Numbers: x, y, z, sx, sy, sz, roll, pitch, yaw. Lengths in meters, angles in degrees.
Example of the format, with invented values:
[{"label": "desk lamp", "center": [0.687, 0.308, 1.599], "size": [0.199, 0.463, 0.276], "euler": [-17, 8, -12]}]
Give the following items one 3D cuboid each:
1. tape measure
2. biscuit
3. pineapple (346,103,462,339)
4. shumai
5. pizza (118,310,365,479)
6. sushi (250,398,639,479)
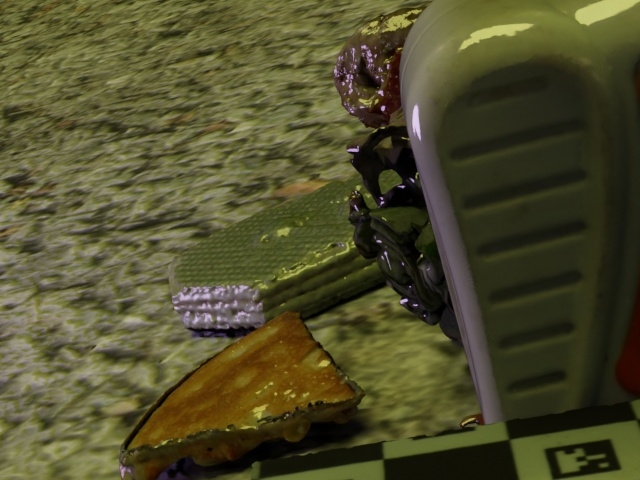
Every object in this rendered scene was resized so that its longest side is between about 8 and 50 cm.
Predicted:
[{"label": "tape measure", "center": [0.163, -0.019, 0.781], "size": [0.265, 0.258, 0.130], "euler": [-14, 22, 5]}, {"label": "biscuit", "center": [0.000, 0.000, 1.173], "size": [0.252, 0.052, 0.150], "euler": [-24, 22, 3]}, {"label": "pineapple", "center": [0.124, -0.067, 0.941], "size": [0.272, 0.262, 0.262], "euler": [-44, 27, -26]}, {"label": "shumai", "center": [0.092, -0.135, 1.307], "size": [0.139, 0.123, 0.105], "euler": [-15, 31, -11]}, {"label": "pizza", "center": [-0.028, 0.100, 0.996], "size": [0.176, 0.036, 0.184], "euler": [-7, 26, 35]}, {"label": "sushi", "center": [0.135, 0.170, 0.598], "size": [0.343, 0.064, 0.359], "euler": [-10, 18, 4]}]
